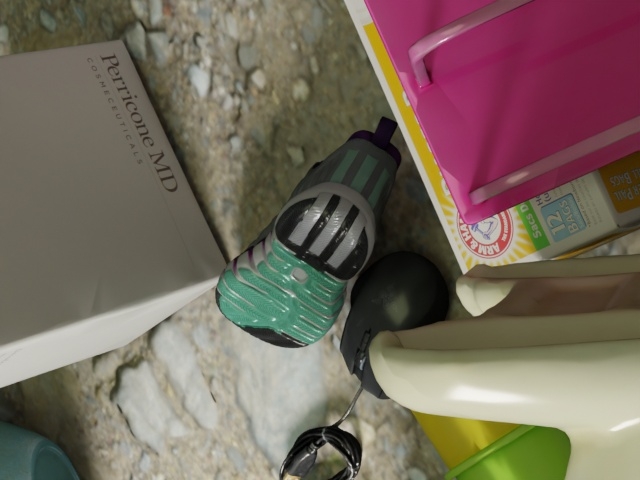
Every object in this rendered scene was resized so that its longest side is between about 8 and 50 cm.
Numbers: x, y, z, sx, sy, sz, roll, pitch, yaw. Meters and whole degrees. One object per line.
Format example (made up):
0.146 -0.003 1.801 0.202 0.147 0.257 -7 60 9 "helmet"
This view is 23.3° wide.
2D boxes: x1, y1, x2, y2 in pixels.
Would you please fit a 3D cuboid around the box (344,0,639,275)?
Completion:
0.115 -0.087 0.892 0.114 0.103 0.203 -29 81 43 "box"

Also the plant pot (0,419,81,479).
-0.297 0.256 1.276 0.195 0.290 0.290 -20 87 7 "plant pot"

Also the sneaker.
0.000 0.000 1.058 0.083 0.098 0.223 35 150 -6 "sneaker"

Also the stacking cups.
0.164 0.198 0.937 0.096 0.096 0.316 -44 73 40 "stacking cups"

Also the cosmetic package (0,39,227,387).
-0.275 0.002 1.079 0.156 0.385 0.217 -33 82 43 "cosmetic package"

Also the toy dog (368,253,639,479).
0.213 0.216 0.712 0.395 0.284 0.408 -3 96 7 "toy dog"

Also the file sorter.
0.102 -0.180 0.723 0.202 0.182 0.291 -24 88 4 "file sorter"

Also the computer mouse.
0.019 0.103 1.075 0.071 0.041 0.242 43 127 25 "computer mouse"
